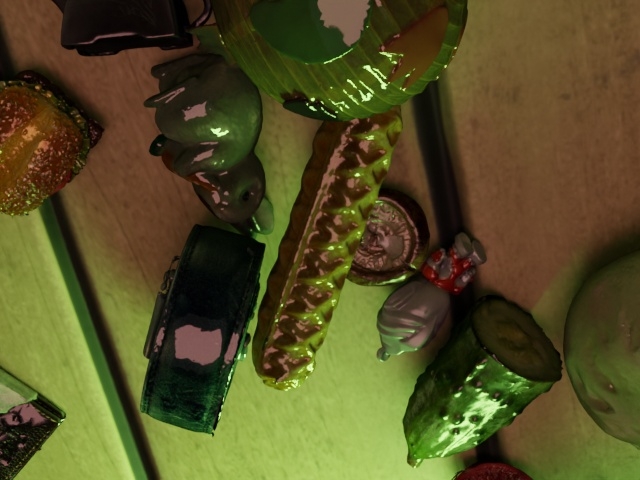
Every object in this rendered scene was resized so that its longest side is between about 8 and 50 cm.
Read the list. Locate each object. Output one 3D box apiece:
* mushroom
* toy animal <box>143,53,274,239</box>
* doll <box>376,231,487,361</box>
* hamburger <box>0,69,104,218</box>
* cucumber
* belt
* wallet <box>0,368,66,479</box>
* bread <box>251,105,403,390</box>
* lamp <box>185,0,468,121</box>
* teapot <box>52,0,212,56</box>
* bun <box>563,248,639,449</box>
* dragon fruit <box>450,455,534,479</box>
[{"bbox_3d":[0.063,-0.005,1.186,0.123,0.052,0.123,3,109,9],"label":"mushroom"},{"bbox_3d":[-0.101,-0.085,1.123,0.138,0.108,0.236,-21,115,13],"label":"toy animal"},{"bbox_3d":[0.124,0.069,1.215,0.094,0.079,0.180,30,104,-38],"label":"doll"},{"bbox_3d":[-0.333,-0.100,1.140,0.137,0.087,0.166,41,113,-16],"label":"hamburger"},{"bbox_3d":[0.170,0.189,1.244,0.134,0.134,0.244,28,120,-11],"label":"cucumber"},{"bbox_3d":[-0.137,0.107,1.172,0.116,0.206,0.267,16,132,-3],"label":"belt"},{"bbox_3d":[-0.493,0.257,1.352,0.221,0.071,0.262,39,106,-15],"label":"wallet"},{"bbox_3d":[0.001,0.000,1.135,0.077,0.084,0.367,7,114,-29],"label":"bread"},{"bbox_3d":[-0.005,-0.226,0.973,0.284,0.250,0.250,-19,115,25],"label":"lamp"},{"bbox_3d":[-0.198,-0.245,1.066,0.177,0.087,0.096,-4,92,5],"label":"teapot"},{"bbox_3d":[0.393,0.147,1.140,0.283,0.179,0.283,17,132,19],"label":"bun"},{"bbox_3d":[0.216,0.366,1.353,0.153,0.153,0.111,13,151,-3],"label":"dragon fruit"}]
